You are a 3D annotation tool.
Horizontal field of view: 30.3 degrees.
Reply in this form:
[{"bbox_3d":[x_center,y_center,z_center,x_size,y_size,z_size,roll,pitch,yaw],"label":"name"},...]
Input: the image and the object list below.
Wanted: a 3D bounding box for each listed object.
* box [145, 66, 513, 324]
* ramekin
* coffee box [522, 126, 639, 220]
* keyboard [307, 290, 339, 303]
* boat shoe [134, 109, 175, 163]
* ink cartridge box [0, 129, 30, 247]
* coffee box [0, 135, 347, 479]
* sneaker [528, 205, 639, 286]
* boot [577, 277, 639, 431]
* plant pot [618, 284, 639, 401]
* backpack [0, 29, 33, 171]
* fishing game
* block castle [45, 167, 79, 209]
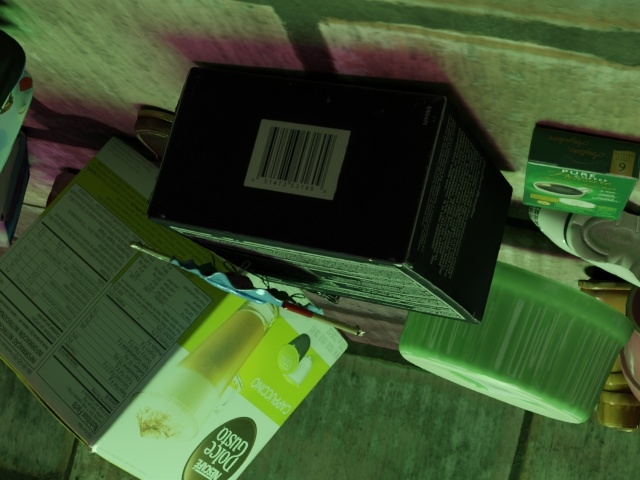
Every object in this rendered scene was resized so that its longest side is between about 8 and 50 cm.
[{"bbox_3d":[0.022,-0.045,1.288,0.296,0.183,0.294,11,169,24],"label":"box"},{"bbox_3d":[0.254,0.134,1.598,0.303,0.148,0.303,21,173,3],"label":"ramekin"},{"bbox_3d":[0.273,-0.068,1.248,0.113,0.040,0.184,11,170,12],"label":"coffee box"},{"bbox_3d":[0.018,0.038,1.916,0.317,0.033,0.201,19,136,-28],"label":"keyboard"},{"bbox_3d":[-0.168,-0.105,1.526,0.073,0.073,0.207,7,167,35],"label":"boat shoe"},{"bbox_3d":[-0.611,-0.102,1.878,0.270,0.151,0.395,16,168,-11],"label":"ink cartridge box"},{"bbox_3d":[-0.229,0.126,1.673,0.338,0.334,0.338,36,171,33],"label":"coffee box"},{"bbox_3d":[0.359,-0.001,1.434,0.235,0.090,0.095,25,178,-34],"label":"sneaker"},{"bbox_3d":[0.459,0.181,1.848,0.109,0.220,0.283,8,169,27],"label":"boot"},{"bbox_3d":[0.510,0.130,1.656,0.201,0.201,0.180,7,152,31],"label":"plant pot"},{"bbox_3d":[-0.452,-0.145,1.227,0.263,0.277,0.213,23,173,22],"label":"backpack"},{"bbox_3d":[-0.077,0.047,1.323,0.264,0.041,0.189,18,175,43],"label":"fishing game"},{"bbox_3d":[-0.280,0.080,2.036,0.453,0.303,0.213,14,164,-7],"label":"block castle"}]
